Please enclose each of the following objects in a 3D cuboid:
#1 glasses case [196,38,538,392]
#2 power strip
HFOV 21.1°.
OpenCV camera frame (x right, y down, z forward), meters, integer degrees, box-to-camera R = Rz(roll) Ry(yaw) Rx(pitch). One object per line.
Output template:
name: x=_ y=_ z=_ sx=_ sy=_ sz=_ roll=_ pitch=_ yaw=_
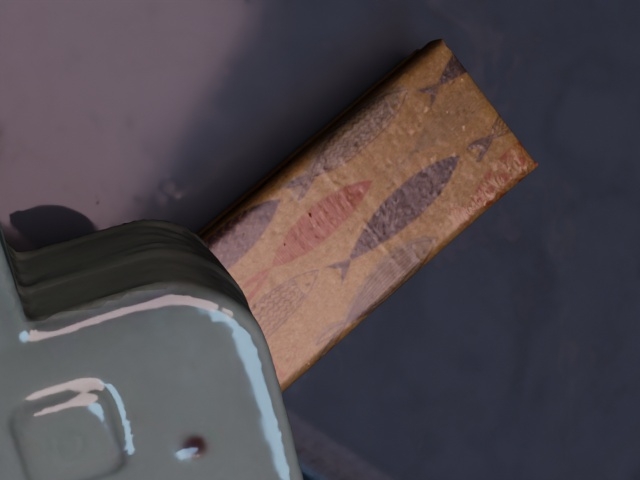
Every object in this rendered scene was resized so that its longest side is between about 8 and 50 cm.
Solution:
glasses case: x=0.000 y=0.000 z=0.659 sx=0.170 sy=0.041 sz=0.064 roll=-41 pitch=100 yaw=-16
power strip: x=-0.135 y=0.055 z=0.564 sx=0.229 sy=0.141 sz=0.261 roll=-17 pitch=109 yaw=-9
